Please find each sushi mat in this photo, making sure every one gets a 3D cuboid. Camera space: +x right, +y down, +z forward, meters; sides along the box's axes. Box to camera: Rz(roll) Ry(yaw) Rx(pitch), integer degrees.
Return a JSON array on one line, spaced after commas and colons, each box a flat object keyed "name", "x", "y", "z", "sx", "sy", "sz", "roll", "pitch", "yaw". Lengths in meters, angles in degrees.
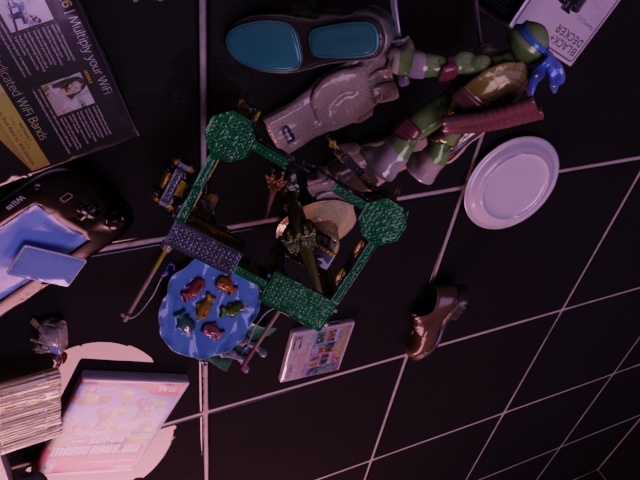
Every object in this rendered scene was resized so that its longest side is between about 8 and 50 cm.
[{"name": "sushi mat", "x": -0.550, "y": 0.290, "z": 0.871, "sx": 0.316, "sy": 0.019, "sz": 0.151, "roll": -12, "pitch": 128, "yaw": -35}]

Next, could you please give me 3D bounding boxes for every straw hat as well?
[{"name": "straw hat", "x": 0.000, "y": 0.000, "z": 0.969, "sx": 0.144, "sy": 0.061, "sz": 0.144, "roll": -11, "pitch": 149, "yaw": -7}]

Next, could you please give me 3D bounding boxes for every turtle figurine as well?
[{"name": "turtle figurine", "x": 0.159, "y": -0.221, "z": 0.797, "sx": 0.266, "sy": 0.274, "sz": 0.198, "roll": -52, "pitch": 177, "yaw": 35}]

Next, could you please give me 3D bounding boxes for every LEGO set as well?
[{"name": "LEGO set", "x": -0.056, "y": -0.042, "z": 0.828, "sx": 0.331, "sy": 0.192, "sz": 0.255, "roll": 21, "pitch": 105, "yaw": -9}]

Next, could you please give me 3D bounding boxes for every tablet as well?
[{"name": "tablet", "x": -0.356, "y": 0.034, "z": 0.765, "sx": 0.083, "sy": 0.006, "sz": 0.054, "roll": 21, "pitch": 118, "yaw": -45}]

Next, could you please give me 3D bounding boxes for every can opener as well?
[{"name": "can opener", "x": -0.541, "y": 0.379, "z": 1.028, "sx": 0.095, "sy": 0.076, "sz": 0.283, "roll": -11, "pitch": 132, "yaw": -26}]

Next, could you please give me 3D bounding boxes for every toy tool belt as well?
[{"name": "toy tool belt", "x": -0.422, "y": 0.155, "z": 0.912, "sx": 0.051, "sy": 0.052, "sz": 0.083, "roll": 13, "pitch": 124, "yaw": -1}]

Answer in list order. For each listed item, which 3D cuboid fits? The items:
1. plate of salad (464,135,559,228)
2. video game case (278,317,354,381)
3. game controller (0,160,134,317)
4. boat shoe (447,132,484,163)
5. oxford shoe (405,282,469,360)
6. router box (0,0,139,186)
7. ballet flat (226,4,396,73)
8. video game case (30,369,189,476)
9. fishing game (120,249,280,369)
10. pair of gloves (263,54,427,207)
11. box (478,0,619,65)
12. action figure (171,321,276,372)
[{"name": "plate of salad", "x": 0.360, "y": -0.110, "z": 1.119, "sx": 0.199, "sy": 0.048, "sz": 0.200, "roll": -10, "pitch": 126, "yaw": -14}, {"name": "video game case", "x": -0.010, "y": 0.232, "z": 1.244, "sx": 0.143, "sy": 0.019, "sz": 0.157, "roll": -6, "pitch": 131, "yaw": -26}, {"name": "game controller", "x": -0.404, "y": 0.016, "z": 0.755, "sx": 0.319, "sy": 0.067, "sz": 0.166, "roll": -34, "pitch": 156, "yaw": 2}, {"name": "boat shoe", "x": 0.237, "y": -0.186, "z": 0.976, "sx": 0.043, "sy": 0.049, "sz": 0.137, "roll": 21, "pitch": 121, "yaw": -39}, {"name": "oxford shoe", "x": 0.231, "y": 0.176, "z": 1.303, "sx": 0.096, "sy": 0.083, "sz": 0.227, "roll": 12, "pitch": 123, "yaw": -16}, {"name": "router box", "x": -0.355, "y": -0.202, "z": 0.582, "sx": 0.242, "sy": 0.081, "sz": 0.309, "roll": -22, "pitch": 137, "yaw": -10}, {"name": "ballet flat", "x": -0.011, "y": -0.246, "z": 0.715, "sx": 0.213, "sy": 0.068, "sz": 0.072, "roll": 5, "pitch": 124, "yaw": 23}, {"name": "video game case", "x": -0.401, "y": 0.353, "z": 1.121, "sx": 0.204, "sy": 0.025, "sz": 0.285, "roll": 13, "pitch": 121, "yaw": -38}, {"name": "fishing game", "x": -0.175, "y": 0.112, "z": 0.971, "sx": 0.264, "sy": 0.041, "sz": 0.189, "roll": 39, "pitch": 81, "yaw": -37}, {"name": "pair of gloves", "x": 0.045, "y": -0.158, "z": 0.891, "sx": 0.204, "sy": 0.042, "sz": 0.240, "roll": -33, "pitch": 136, "yaw": 6}, {"name": "box", "x": 0.370, "y": -0.410, "z": 0.811, "sx": 0.169, "sy": 0.087, "sz": 0.290, "roll": 13, "pitch": 122, "yaw": -38}, {"name": "action figure", "x": -0.195, "y": 0.174, "z": 1.049, "sx": 0.137, "sy": 0.063, "sz": 0.232, "roll": -45, "pitch": 136, "yaw": 10}]
